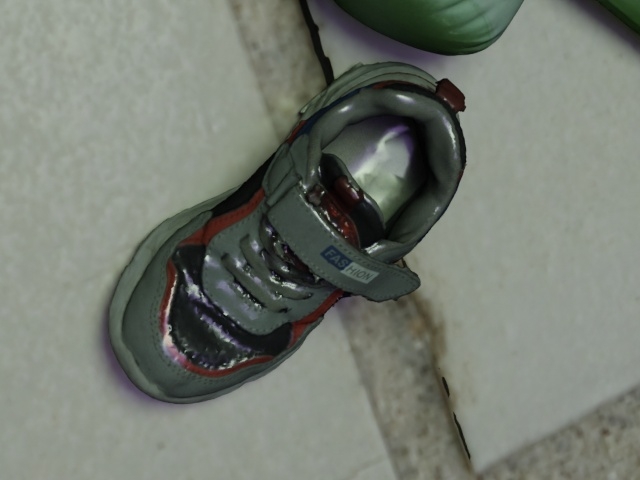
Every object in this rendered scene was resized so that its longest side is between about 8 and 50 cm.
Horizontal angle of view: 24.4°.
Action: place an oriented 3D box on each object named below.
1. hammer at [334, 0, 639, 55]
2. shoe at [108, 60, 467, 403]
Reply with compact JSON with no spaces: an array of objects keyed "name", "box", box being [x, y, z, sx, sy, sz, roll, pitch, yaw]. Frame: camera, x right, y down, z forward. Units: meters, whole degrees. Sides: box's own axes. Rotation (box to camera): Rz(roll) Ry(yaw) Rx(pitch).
[{"name":"hammer","box":[0.164,-0.145,0.789,0.335,0.119,0.206,31,86,-24]},{"name":"shoe","box":[0.000,-0.001,0.732,0.227,0.125,0.099,-46,109,-11]}]
